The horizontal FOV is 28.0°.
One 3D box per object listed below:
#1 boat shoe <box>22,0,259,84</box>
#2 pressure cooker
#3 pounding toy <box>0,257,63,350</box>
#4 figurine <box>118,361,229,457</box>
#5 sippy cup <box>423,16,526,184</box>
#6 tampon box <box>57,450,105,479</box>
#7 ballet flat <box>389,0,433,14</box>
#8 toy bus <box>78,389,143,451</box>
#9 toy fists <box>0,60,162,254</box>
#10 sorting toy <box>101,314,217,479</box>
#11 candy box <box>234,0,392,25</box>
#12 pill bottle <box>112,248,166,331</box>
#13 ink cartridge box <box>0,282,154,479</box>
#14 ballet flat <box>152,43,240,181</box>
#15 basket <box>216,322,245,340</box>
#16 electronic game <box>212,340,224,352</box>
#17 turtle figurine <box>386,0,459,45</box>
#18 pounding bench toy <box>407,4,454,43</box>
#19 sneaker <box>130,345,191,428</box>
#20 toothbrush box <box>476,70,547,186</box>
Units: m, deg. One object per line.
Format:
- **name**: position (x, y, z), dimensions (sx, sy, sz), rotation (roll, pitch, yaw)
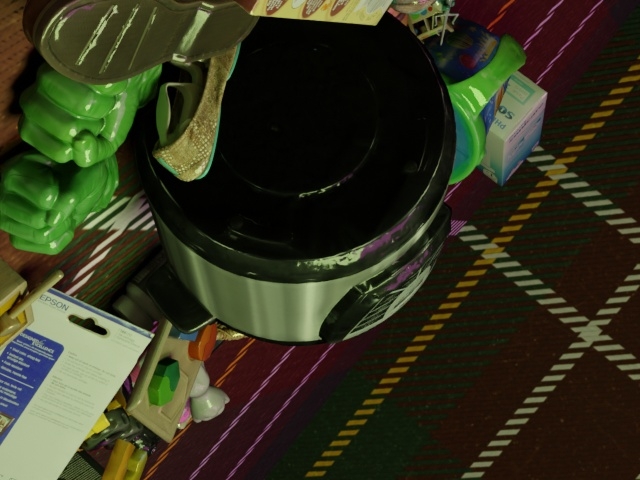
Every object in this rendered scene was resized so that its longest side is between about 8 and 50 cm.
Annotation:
- **boat shoe**: position (-0.184, -0.224, 1.219), dimensions (0.111, 0.104, 0.307), rotation (-51, 163, 25)
- **pressure cooker**: position (-0.025, -0.070, 1.573), dimensions (0.420, 0.369, 0.376), rotation (94, -1, -70)
- **pounding toy**: position (-0.368, 0.077, 1.435), dimensions (0.141, 0.100, 0.130), rotation (-43, 165, -24)
- **figurine**: position (-0.254, 0.258, 2.064), dimensions (0.214, 0.092, 0.209), rotation (-29, 141, -9)
- **sippy cup**: position (0.205, -0.249, 2.152), dimensions (0.224, 0.305, 0.240), rotation (-53, 142, -36)
- **tampon box**: position (-0.411, 0.367, 1.931), dimensions (0.101, 0.161, 0.120), rotation (-28, 155, -57)
- **ballet flat**: position (0.172, -0.445, 1.697), dimensions (0.316, 0.107, 0.106), rotation (-63, 149, -17)
- **toy bus**: position (-0.381, 0.262, 1.830), dimensions (0.211, 0.149, 0.220), rotation (-36, 168, -2)
- **toy fists**: position (-0.257, -0.098, 1.335), dimensions (0.142, 0.096, 0.279), rotation (-33, 160, -48)
- **sorting toy**: position (-0.217, 0.215, 1.830), dimensions (0.229, 0.041, 0.307), rotation (71, 36, -68)
- **candy box**: position (-0.045, -0.302, 1.275), dimensions (0.088, 0.183, 0.316), rotation (-55, 165, 19)
- **pill bottle**: position (-0.234, 0.069, 1.877), dimensions (0.137, 0.078, 0.078), rotation (-47, 166, -15)
- **ink cartridge box**: position (-0.364, 0.196, 1.636), dimensions (0.333, 0.165, 0.065), rotation (-53, -156, 19)
- **ballet flat**: position (-0.132, -0.165, 1.345), dimensions (0.073, 0.067, 0.206), rotation (-15, -121, 47)
- **basket**: position (-0.043, 0.039, 1.996), dimensions (0.299, 0.213, 0.223), rotation (110, 2, -55)
- **electronic game**: position (-0.178, 0.117, 2.237), dimensions (0.229, 0.048, 0.229), rotation (-54, 167, -18)
- **turtle figurine**: position (0.110, -0.322, 1.847), dimensions (0.175, 0.118, 0.234), rotation (-63, 155, -23)
- **pounding bench toy**: position (0.165, -0.364, 2.050), dimensions (0.065, 0.083, 0.052), rotation (-21, 171, 17)
- **sneaker**: position (-0.267, 0.257, 2.187), dimensions (0.103, 0.111, 0.252), rotation (-49, 163, -5)
- **toothbrush box**: position (0.300, -0.248, 2.423), dimensions (0.126, 0.216, 0.295), rotation (-49, 165, -5)
